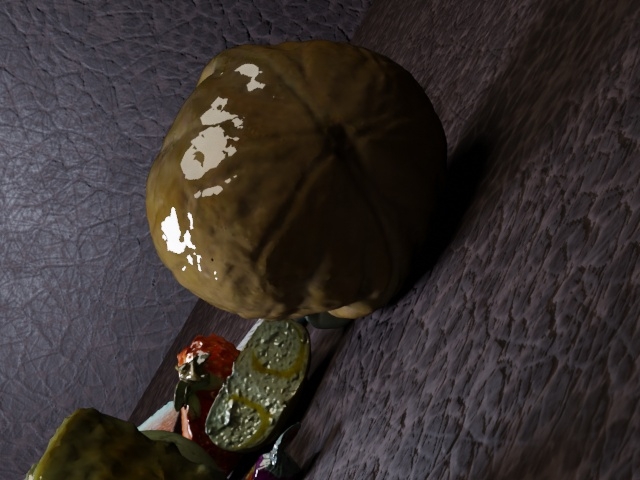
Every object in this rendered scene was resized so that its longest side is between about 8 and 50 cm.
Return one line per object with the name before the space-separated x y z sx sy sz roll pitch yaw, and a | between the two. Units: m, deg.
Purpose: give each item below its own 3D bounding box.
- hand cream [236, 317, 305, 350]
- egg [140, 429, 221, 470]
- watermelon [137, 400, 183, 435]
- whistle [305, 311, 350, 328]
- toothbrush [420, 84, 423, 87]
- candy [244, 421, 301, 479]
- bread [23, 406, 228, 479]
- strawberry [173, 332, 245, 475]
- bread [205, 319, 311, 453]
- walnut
hand cream | -0.052 0.117 1.954 0.312 0.070 0.111 -56 2 -36
egg | -0.185 0.312 1.590 0.177 0.177 0.228 135 147 -64
watermelon | -0.246 0.343 2.281 0.154 0.094 0.241 -48 12 14
whistle | 0.001 -0.001 1.798 0.142 0.133 0.346 -54 18 18
toothbrush | 0.060 -0.096 2.095 0.288 0.024 0.026 -59 7 14
candy | -0.055 0.245 1.491 0.175 0.043 0.045 -59 3 39
bread | -0.184 0.351 1.175 0.395 0.239 0.264 -56 8 45
strawberry | -0.114 0.208 1.766 0.236 0.106 0.175 97 171 -68
bread | -0.061 0.170 1.662 0.157 0.083 0.094 -56 -15 -24
walnut | -0.027 -0.056 1.524 0.333 0.332 0.333 -58 8 12
